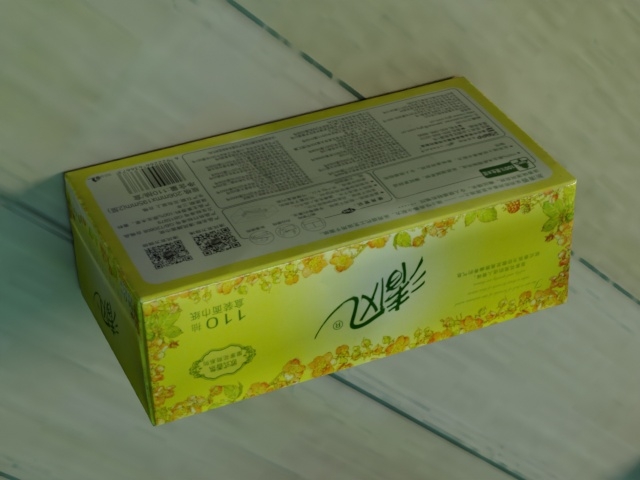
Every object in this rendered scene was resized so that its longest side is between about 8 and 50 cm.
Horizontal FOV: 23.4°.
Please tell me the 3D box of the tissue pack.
[{"bbox_3d":[0.000,0.000,0.599,0.176,0.095,0.062,-15,126,-19],"label":"tissue pack"}]
